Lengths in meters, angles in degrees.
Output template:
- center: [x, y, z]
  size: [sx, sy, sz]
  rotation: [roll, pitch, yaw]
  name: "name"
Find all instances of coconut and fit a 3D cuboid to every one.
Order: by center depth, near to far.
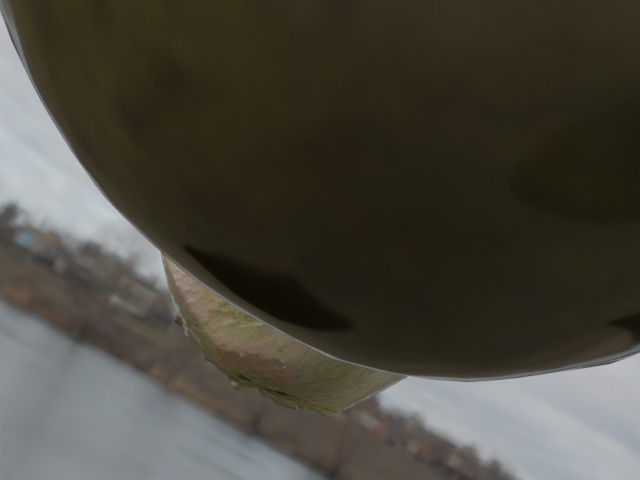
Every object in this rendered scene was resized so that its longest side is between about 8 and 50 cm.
- center: [0.001, 0.002, 1.170]
  size: [0.227, 0.230, 0.227]
  rotation: [37, 33, -29]
  name: "coconut"

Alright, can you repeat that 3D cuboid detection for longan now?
- center: [0.058, -0.129, 0.563]
  size: [0.361, 0.361, 0.361]
  rotation: [28, -7, 4]
  name: "longan"
